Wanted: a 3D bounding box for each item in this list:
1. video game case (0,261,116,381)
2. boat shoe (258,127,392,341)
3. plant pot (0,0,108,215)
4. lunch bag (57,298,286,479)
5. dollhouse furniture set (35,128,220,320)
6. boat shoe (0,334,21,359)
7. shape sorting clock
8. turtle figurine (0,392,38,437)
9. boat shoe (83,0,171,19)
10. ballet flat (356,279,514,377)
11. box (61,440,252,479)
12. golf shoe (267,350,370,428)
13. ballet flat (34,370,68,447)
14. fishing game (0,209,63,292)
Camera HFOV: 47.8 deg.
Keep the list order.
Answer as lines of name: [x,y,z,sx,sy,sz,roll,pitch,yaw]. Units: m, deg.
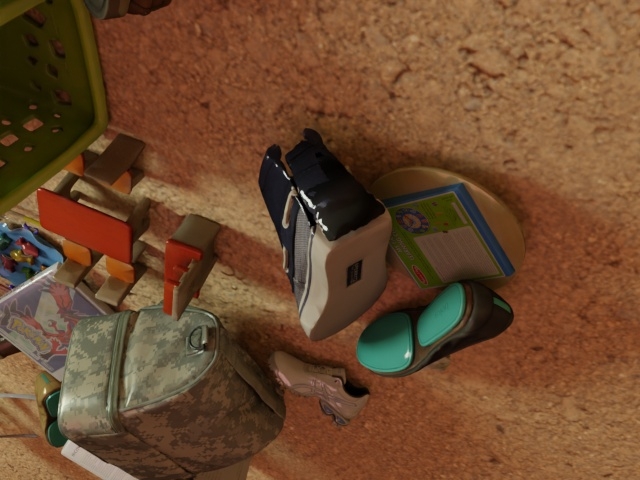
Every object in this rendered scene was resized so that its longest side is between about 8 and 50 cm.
video game case: [-0.455,0.148,1.262,0.183,0.023,0.201,-29,122,15]
boat shoe: [0.000,0.000,0.924,0.158,0.127,0.341,55,160,22]
plant pot: [-0.416,-0.195,0.854,0.207,0.228,0.227,20,136,16]
lunch bag: [-0.215,0.238,1.135,0.255,0.213,0.305,-10,142,14]
dollhouse furniture set: [-0.285,-0.002,1.025,0.259,0.135,0.262,21,136,7]
boat shoe: [-0.573,0.184,1.357,0.257,0.095,0.095,6,143,24]
shape sorting clock: [0.146,-0.009,0.878,0.206,0.040,0.206,16,139,14]
turtle figurine: [-0.804,0.396,1.670,0.266,0.274,0.198,42,161,13]
boat shoe: [-0.158,-0.348,0.672,0.111,0.104,0.307,57,144,17]
ballet flat: [0.151,0.130,0.958,0.096,0.095,0.280,14,156,-22]
box: [-0.285,0.392,1.327,0.322,0.232,0.058,35,106,-7]
golf shoe: [0.000,0.218,1.158,0.176,0.069,0.086,36,116,-13]
ballet flat: [-0.572,0.359,1.558,0.073,0.080,0.232,42,139,26]
fishing game: [-0.513,0.044,1.246,0.189,0.041,0.264,25,139,1]
